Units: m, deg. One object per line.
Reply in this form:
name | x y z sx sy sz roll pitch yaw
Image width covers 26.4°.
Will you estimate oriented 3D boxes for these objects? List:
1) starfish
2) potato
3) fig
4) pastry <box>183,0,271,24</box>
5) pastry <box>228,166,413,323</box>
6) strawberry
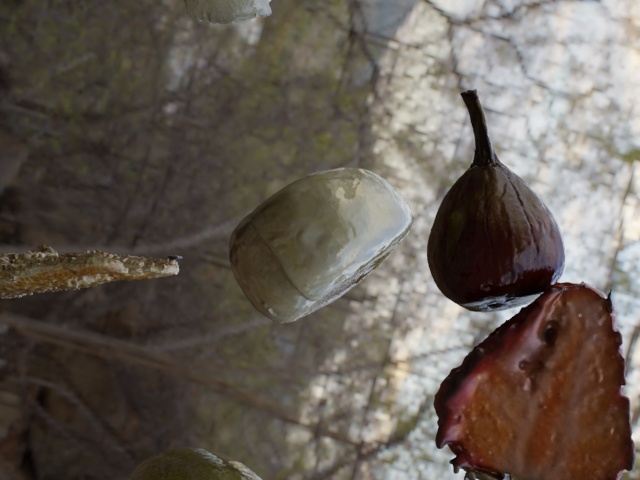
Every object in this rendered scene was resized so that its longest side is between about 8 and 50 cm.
starfish | -0.278 0.026 1.278 0.299 0.302 0.060 13 83 -63
potato | -0.128 0.303 1.397 0.251 0.174 0.159 -138 -135 -59
fig | 0.200 -0.039 1.804 0.190 0.290 0.190 -29 178 -1
pastry | -0.128 -0.367 1.845 0.088 0.165 0.166 87 12 -48
pastry | 0.000 0.000 1.108 0.092 0.156 0.156 61 -13 6
strawberry | 0.274 0.194 1.782 0.150 0.253 0.280 -22 106 -78
